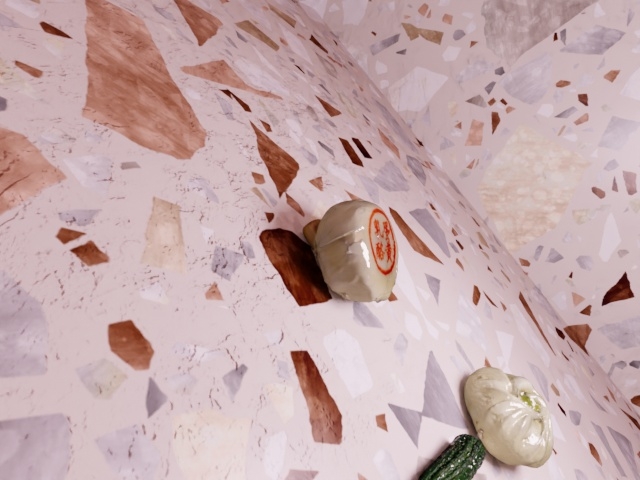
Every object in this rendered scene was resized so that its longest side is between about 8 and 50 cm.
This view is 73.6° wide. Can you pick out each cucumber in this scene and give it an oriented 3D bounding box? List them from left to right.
[{"bbox_3d":[0.261,0.461,0.849,0.265,0.077,0.077,-6,61,-52],"label":"cucumber"}]

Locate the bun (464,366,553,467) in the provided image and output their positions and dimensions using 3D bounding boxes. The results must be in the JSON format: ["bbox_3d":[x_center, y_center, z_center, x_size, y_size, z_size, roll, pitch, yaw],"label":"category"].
[{"bbox_3d":[0.489,0.440,1.078,0.259,0.160,0.259,36,32,-27],"label":"bun"}]

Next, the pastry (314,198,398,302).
[{"bbox_3d":[0.093,0.025,1.000,0.265,0.133,0.265,25,61,-57],"label":"pastry"}]

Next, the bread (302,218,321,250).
[{"bbox_3d":[0.001,0.001,1.036,0.062,0.049,0.103,-29,81,-38],"label":"bread"}]
